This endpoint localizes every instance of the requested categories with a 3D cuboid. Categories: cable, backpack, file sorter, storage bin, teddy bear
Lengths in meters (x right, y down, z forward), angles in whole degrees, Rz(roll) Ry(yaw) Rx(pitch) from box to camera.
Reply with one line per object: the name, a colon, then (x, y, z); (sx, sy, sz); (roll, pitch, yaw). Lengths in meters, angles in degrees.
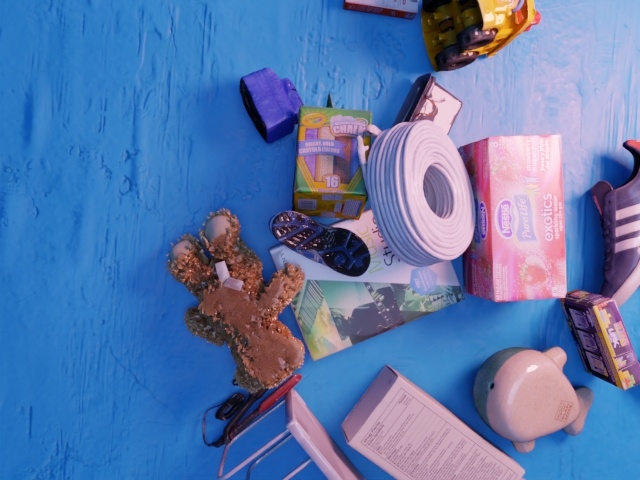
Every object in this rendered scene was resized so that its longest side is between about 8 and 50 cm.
cable: (0.182, -0.084, 1.061); (0.257, 0.089, 0.256); (-8, 86, -49)
backpack: (-0.092, -0.258, 1.129); (0.101, 0.098, 0.120); (-28, 81, -13)
file sorter: (-0.031, 0.452, 1.103); (0.173, 0.193, 0.277); (-38, 94, -1)
storage bin: (0.209, -0.238, 1.162); (0.091, 0.098, 0.135); (25, 89, -16)
teddy bear: (-0.148, 0.107, 1.115); (0.338, 0.113, 0.245); (40, 93, 10)

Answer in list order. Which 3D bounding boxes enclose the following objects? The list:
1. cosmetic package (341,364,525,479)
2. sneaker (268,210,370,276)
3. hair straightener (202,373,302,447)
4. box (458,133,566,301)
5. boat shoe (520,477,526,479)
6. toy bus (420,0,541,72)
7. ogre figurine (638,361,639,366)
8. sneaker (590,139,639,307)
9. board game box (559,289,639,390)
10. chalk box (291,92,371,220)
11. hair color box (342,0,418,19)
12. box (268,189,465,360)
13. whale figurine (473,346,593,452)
cosmetic package: (0.212, 0.399, 1.163); (0.309, 0.113, 0.160); (38, 88, -4)
sneaker: (0.000, 0.000, 1.100); (0.211, 0.081, 0.080); (29, 87, -22)
hair straightener: (-0.145, 0.309, 1.168); (0.230, 0.047, 0.089); (-45, 65, 4)
box: (0.359, -0.041, 1.143); (0.142, 0.154, 0.299); (-3, 93, -8)
boat shoe: (0.353, 0.640, 1.171); (0.157, 0.136, 0.366); (25, 92, -5)
toy bus: (0.313, -0.415, 1.105); (0.212, 0.220, 0.149); (-11, 87, -11)
ogre figurine: (0.738, 0.253, 1.222); (0.197, 0.097, 0.118); (-28, 76, -19)
sneaker: (0.589, -0.035, 1.194); (0.148, 0.131, 0.349); (23, 94, 15)
board game box: (0.541, 0.187, 1.174); (0.048, 0.141, 0.170); (-22, 94, -4)
chalk box: (0.021, -0.160, 1.105); (0.132, 0.132, 0.212); (5, 73, -1)
hair color box: (0.118, -0.476, 1.167); (0.141, 0.043, 0.071); (8, 91, -4)
box: (0.089, 0.065, 1.170); (0.322, 0.058, 0.232); (-22, 93, -3)
whale figurine: (0.414, 0.304, 1.187); (0.272, 0.141, 0.216); (19, 90, -30)
